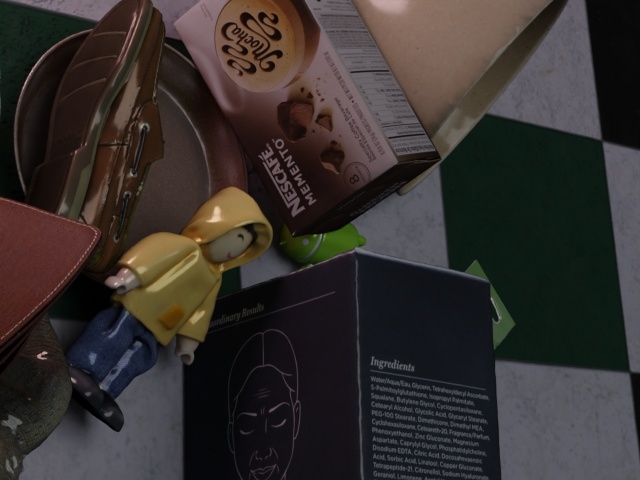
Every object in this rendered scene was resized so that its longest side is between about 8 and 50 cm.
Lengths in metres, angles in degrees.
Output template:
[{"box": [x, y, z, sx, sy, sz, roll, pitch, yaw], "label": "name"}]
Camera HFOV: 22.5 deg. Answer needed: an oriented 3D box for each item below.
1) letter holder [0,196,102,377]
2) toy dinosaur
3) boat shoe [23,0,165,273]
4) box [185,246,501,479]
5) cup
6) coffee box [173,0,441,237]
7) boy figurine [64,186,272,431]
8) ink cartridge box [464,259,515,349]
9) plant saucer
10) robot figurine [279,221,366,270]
[{"box": [-0.338, 0.093, 1.409, 0.302, 0.214, 0.152, -51, 151, -54], "label": "letter holder"}, {"box": [-0.314, 0.162, 1.555, 0.160, 0.121, 0.313, 25, 31, 11], "label": "toy dinosaur"}, {"box": [-0.223, -0.112, 1.711, 0.104, 0.111, 0.307, 33, 67, -34], "label": "boat shoe"}, {"box": [0.020, 0.243, 1.737, 0.212, 0.293, 0.395, 12, 69, -39], "label": "box"}, {"box": [0.117, -0.256, 2.006, 0.237, 0.331, 0.331, 41, 49, 6], "label": "cup"}, {"box": [-0.016, -0.173, 1.863, 0.119, 0.168, 0.297, -12, 71, -60], "label": "coffee box"}, {"box": [-0.160, 0.066, 1.708, 0.285, 0.092, 0.177, -47, 141, -16], "label": "boy figurine"}, {"box": [0.153, 0.127, 2.050, 0.209, 0.062, 0.109, -43, 106, -41], "label": "ink cartridge box"}, {"box": [-0.216, -0.083, 1.802, 0.311, 0.050, 0.310, 16, 66, -38], "label": "plant saucer"}, {"box": [0.000, 0.000, 1.953, 0.115, 0.067, 0.101, 21, 74, -35], "label": "robot figurine"}]
